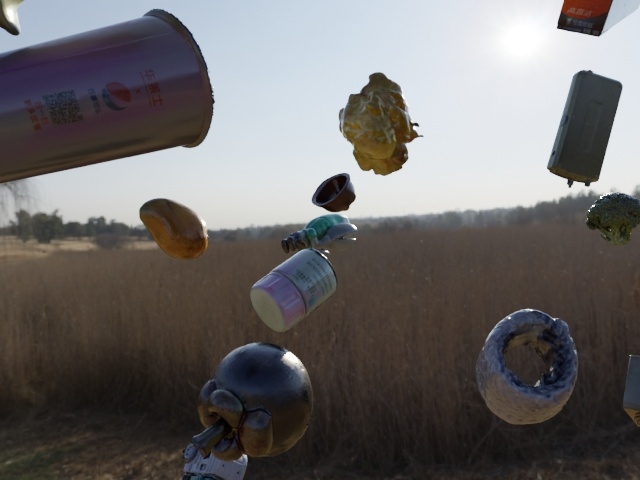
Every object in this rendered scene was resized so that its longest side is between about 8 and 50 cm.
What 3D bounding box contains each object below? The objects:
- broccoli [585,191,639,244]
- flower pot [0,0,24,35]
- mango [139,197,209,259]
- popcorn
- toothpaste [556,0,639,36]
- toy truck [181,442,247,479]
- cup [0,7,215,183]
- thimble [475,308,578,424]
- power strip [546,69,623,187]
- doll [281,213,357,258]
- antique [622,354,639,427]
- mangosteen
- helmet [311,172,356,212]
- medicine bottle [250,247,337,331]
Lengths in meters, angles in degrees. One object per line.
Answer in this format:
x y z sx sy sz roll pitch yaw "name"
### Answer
0.682 -0.051 1.190 0.130 0.121 0.131 -9 9 27 "broccoli"
-0.371 -0.371 0.547 0.367 0.254 0.165 -38 44 -3 "flower pot"
-0.325 -0.030 1.170 0.115 0.165 0.089 -36 -2 -27 "mango"
0.149 -0.297 1.339 0.191 0.254 0.190 -27 -6 13 "popcorn"
0.527 -0.441 0.954 0.076 0.066 0.320 26 42 28 "toothpaste"
-0.330 0.743 1.446 0.177 0.364 0.176 -21 -52 37 "toy truck"
-0.312 -0.178 0.667 0.202 0.203 0.288 -2 22 47 "cup"
0.490 0.296 1.225 0.216 0.246 0.157 24 -31 19 "thimble"
0.384 -0.158 0.755 0.076 0.169 0.028 16 1 -7 "power strip"
-0.007 0.002 1.713 0.258 0.153 0.195 -20 3 -13 "doll"
0.754 0.346 1.111 0.151 0.148 0.146 0 -32 47 "antique"
-0.130 0.303 0.937 0.211 0.212 0.249 -2 13 38 "mangosteen"
0.037 -0.089 1.060 0.057 0.089 0.111 41 -16 -26 "helmet"
-0.061 0.112 1.179 0.168 0.135 0.135 -34 19 -34 "medicine bottle"
